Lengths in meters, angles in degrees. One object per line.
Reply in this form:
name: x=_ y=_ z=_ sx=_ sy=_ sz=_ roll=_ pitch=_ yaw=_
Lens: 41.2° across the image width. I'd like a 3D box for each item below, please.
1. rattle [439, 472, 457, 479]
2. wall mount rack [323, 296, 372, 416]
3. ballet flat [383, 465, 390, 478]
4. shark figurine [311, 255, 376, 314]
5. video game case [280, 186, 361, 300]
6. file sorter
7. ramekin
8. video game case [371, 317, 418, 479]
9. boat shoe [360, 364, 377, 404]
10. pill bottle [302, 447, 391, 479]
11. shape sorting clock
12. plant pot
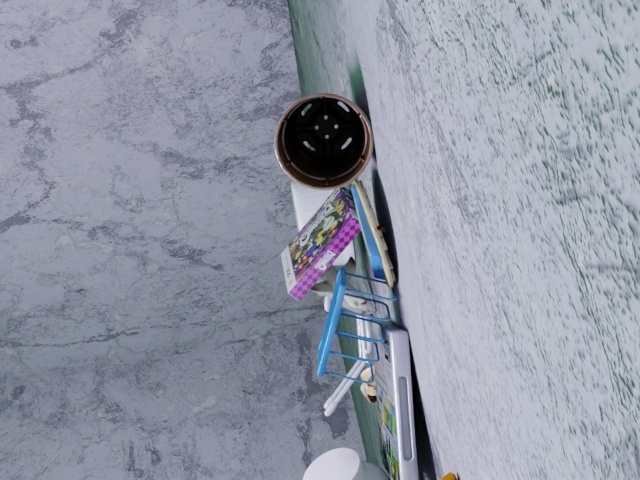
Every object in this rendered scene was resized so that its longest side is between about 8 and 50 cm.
rattle: x=0.204 y=0.429 z=1.141 sx=0.130 sy=0.143 sz=0.200 roll=47 pitch=171 yaw=-18
wall mount rack: x=0.065 y=0.283 z=2.171 sx=0.350 sy=0.131 sz=0.304 roll=84 pitch=-177 yaw=-83
ballet flat: x=0.187 y=0.569 z=1.959 sx=0.084 sy=0.058 sz=0.249 roll=39 pitch=-140 yaw=-59
shark figurine: x=0.014 y=0.071 z=2.024 sx=0.116 sy=0.166 sz=0.278 roll=118 pitch=145 yaw=-49
video game case: x=0.000 y=0.000 z=1.942 sx=0.042 sy=0.232 sz=0.210 roll=35 pitch=-164 yaw=-21
file sorter: x=0.064 y=0.154 z=1.525 sx=0.118 sy=0.105 sz=0.170 roll=-90 pitch=13 yaw=-77
ramekin: x=0.003 y=-0.054 z=2.328 sx=0.277 sy=0.135 sz=0.277 roll=169 pitch=90 yaw=-87
video game case: x=0.139 y=0.308 z=1.618 sx=0.329 sy=0.036 sz=0.299 roll=156 pitch=110 yaw=-87
boat shoe: x=0.136 y=0.356 z=2.098 sx=0.170 sy=0.063 sz=0.059 roll=86 pitch=158 yaw=-60
pill bottle: x=0.092 y=0.571 z=1.693 sx=0.322 sy=0.182 sz=0.181 roll=61 pitch=-175 yaw=-24
shape sorting clock: x=0.094 y=-0.015 z=1.500 sx=0.206 sy=0.040 sz=0.206 roll=-15 pitch=-90 yaw=-88
plant pot: x=0.008 y=-0.187 z=1.503 sx=0.165 sy=0.167 sz=0.166 roll=-84 pitch=-16 yaw=-73
